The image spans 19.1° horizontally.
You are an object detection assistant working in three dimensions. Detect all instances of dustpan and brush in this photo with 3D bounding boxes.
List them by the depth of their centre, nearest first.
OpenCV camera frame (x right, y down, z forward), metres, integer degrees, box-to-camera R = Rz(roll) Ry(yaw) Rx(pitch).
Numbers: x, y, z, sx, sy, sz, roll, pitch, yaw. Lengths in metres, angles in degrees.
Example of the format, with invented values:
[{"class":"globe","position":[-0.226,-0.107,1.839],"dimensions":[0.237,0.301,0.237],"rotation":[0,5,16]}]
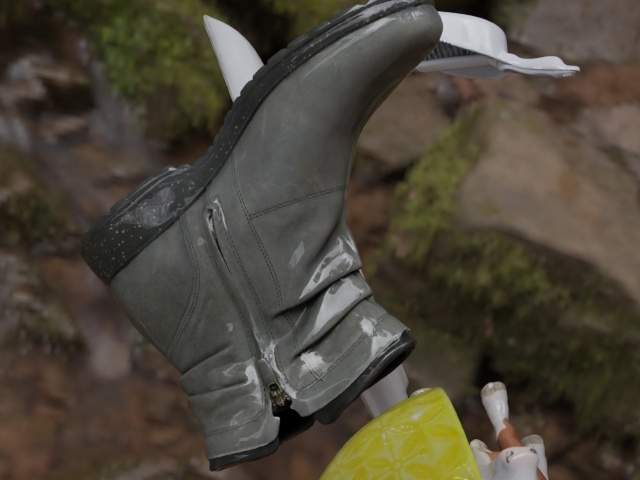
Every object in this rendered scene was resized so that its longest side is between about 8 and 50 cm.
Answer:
[{"class":"dustpan and brush","position":[0.165,-0.189,1.938],"dimensions":[0.211,0.060,0.147],"rotation":[-1,-15,28]}]

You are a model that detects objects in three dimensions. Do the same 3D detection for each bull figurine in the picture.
[{"class":"bull figurine","position":[0.154,0.220,1.538],"dimensions":[0.101,0.310,0.188],"rotation":[-20,53,5]}]

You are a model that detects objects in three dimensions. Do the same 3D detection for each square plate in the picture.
[{"class":"square plate","position":[0.000,0.000,1.809],"dimensions":[0.049,0.347,0.344],"rotation":[-24,55,0]}]

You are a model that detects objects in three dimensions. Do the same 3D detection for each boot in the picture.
[{"class":"boot","position":[0.003,-0.001,0.986],"dimensions":[0.161,0.246,0.083],"rotation":[53,18,14]}]

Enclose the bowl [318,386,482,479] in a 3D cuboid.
[{"class":"bowl","position":[0.050,0.259,1.291],"dimensions":[0.156,0.289,0.289],"rotation":[-16,40,-2]}]
